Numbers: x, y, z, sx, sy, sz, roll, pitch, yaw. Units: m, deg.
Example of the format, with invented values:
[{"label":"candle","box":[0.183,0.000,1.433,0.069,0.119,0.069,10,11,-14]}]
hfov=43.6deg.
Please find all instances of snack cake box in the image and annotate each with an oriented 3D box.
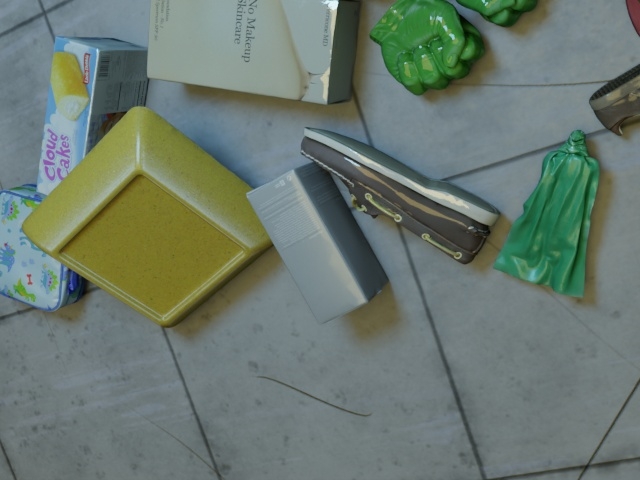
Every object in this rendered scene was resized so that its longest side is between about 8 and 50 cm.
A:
[{"label":"snack cake box","box":[-0.380,-0.204,1.349,0.089,0.152,0.264,19,109,17]}]

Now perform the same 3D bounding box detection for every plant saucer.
[{"label":"plant saucer","box":[-0.270,-0.003,1.307,0.333,0.081,0.333,-39,120,25]}]

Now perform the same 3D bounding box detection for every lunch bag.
[{"label":"lunch bag","box":[-0.520,0.015,1.491,0.176,0.090,0.218,15,108,18]}]

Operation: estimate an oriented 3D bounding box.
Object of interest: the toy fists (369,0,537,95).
[{"label":"toy fists","box":[0.200,-0.328,1.125,0.142,0.096,0.279,47,113,4]}]

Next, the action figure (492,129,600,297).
[{"label":"action figure","box":[0.345,-0.046,1.155,0.137,0.063,0.232,18,113,18]}]

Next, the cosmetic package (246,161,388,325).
[{"label":"cosmetic package","box":[0.000,0.000,1.267,0.107,0.127,0.237,-26,91,24]}]

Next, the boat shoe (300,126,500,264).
[{"label":"boat shoe","box":[0.105,-0.073,1.216,0.325,0.116,0.096,26,108,7]}]

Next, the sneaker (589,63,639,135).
[{"label":"sneaker","box":[0.463,-0.212,1.079,0.188,0.066,0.071,-28,109,30]}]

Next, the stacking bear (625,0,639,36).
[{"label":"stacking bear","box":[0.434,-0.330,0.926,0.176,0.289,0.164,-23,94,25]}]

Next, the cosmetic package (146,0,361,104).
[{"label":"cosmetic package","box":[-0.105,-0.310,1.239,0.310,0.113,0.160,11,106,19]}]
